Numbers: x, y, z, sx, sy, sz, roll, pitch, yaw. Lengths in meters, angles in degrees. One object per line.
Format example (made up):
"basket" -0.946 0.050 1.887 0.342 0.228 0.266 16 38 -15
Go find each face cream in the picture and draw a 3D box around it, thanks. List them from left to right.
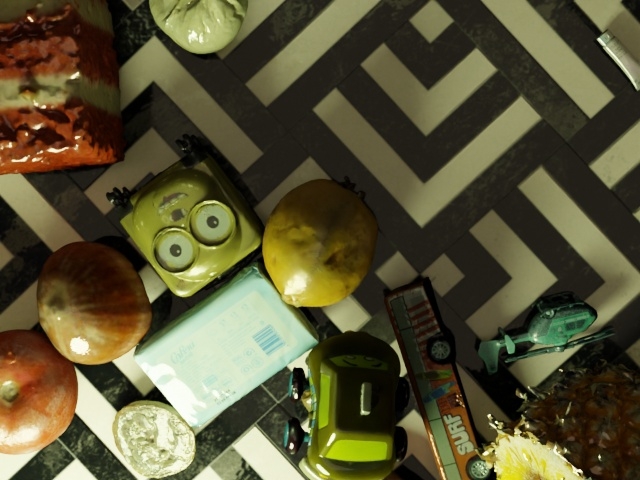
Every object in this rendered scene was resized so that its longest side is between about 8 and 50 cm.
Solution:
"face cream" 0.509 -0.304 1.732 0.038 0.020 0.115 -42 93 4

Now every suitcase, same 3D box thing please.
"suitcase" -0.217 -0.034 1.723 0.194 0.143 0.235 -36 91 4

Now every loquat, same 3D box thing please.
"loquat" 0.000 0.000 1.699 0.176 0.187 0.234 17 78 28

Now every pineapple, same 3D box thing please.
"pineapple" 0.443 0.349 1.608 0.300 0.352 0.352 -31 92 -32

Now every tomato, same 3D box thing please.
"tomato" -0.507 0.253 1.732 0.208 0.184 0.208 1 82 -7

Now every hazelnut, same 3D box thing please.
"hazelnut" -0.382 0.104 1.710 0.176 0.214 0.214 -34 91 21

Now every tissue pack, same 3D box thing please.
"tissue pack" -0.158 0.173 1.746 0.263 0.089 0.177 -36 105 8

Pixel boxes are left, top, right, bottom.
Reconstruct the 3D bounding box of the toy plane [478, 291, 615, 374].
"toy plane" 0.378 0.152 1.750 0.235 0.060 0.096 -16 106 0

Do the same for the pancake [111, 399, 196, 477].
"pancake" -0.288 0.341 1.787 0.158 0.028 0.158 6 111 15

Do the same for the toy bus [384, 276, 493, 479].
"toy bus" 0.211 0.266 1.746 0.092 0.093 0.408 -18 91 12

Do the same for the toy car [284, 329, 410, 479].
"toy car" 0.056 0.262 1.645 0.204 0.198 0.247 6 68 -8

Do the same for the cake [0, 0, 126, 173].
"cake" -0.480 -0.270 1.663 0.270 0.270 0.319 -5 91 3

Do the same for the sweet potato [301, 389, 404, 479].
"sweet potato" 0.088 0.411 1.758 0.109 0.109 0.385 -43 86 4

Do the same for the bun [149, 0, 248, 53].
"bun" -0.204 -0.406 1.718 0.164 0.111 0.188 8 97 5
